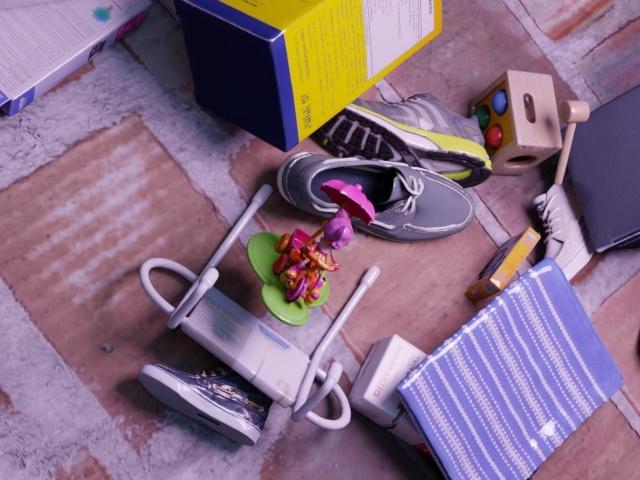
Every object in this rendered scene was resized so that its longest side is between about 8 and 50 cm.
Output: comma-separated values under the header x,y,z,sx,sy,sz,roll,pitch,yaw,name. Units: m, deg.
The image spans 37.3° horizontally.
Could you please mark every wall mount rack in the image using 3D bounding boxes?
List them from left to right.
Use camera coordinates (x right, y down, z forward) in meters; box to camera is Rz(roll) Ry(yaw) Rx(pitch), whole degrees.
x,y,z,sx,sy,sz,roll,pitch,yaw,name
-0.058,0.082,1.293,0.350,0.130,0.304,38,26,-7,wall mount rack

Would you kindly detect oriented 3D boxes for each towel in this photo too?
x,y,z,sx,sy,sz,roll,pitch,yaw,name
0.281,0.207,1.350,0.336,0.040,0.243,-36,102,-26,towel

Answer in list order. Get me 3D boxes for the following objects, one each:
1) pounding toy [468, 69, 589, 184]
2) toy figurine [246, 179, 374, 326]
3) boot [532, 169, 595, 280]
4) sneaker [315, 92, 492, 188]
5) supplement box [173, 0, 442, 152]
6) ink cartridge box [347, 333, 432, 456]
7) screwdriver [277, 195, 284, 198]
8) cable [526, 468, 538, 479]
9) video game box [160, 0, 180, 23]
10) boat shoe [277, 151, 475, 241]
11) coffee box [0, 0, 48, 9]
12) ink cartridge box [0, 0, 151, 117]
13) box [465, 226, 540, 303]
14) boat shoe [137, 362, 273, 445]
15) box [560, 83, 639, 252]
x,y,z,sx,sy,sz,roll,pitch,yaw,name
0.320,-0.171,1.471,0.094,0.206,0.181,2,72,-20,pounding toy
0.000,0.000,1.191,0.130,0.159,0.173,31,31,-16,toy figurine
0.379,-0.015,1.517,0.123,0.095,0.258,44,54,4,boot
0.123,-0.174,1.467,0.299,0.111,0.121,17,53,-18,sneaker
-0.006,-0.326,1.365,0.195,0.194,0.356,32,58,31,supplement box
0.129,0.220,1.346,0.150,0.063,0.109,34,65,-9,ink cartridge box
0.016,-0.067,1.427,0.169,0.024,0.025,3,42,-14,screwdriver
0.266,0.284,1.387,0.150,0.047,0.184,37,63,-6,cable
-0.147,-0.401,1.456,0.205,0.048,0.187,-41,88,-27,video game box
0.098,-0.059,1.384,0.319,0.099,0.116,11,94,-22,boat shoe
-0.391,-0.535,1.193,0.338,0.338,0.334,-15,66,-16,coffee box
-0.411,-0.303,1.313,0.186,0.065,0.311,45,60,0,ink cartridge box
0.284,0.033,1.459,0.028,0.081,0.136,41,63,-3,box
-0.148,0.193,1.253,0.183,0.065,0.083,33,58,-13,boat shoe
0.625,-0.135,1.481,0.395,0.293,0.212,-4,73,-39,box
